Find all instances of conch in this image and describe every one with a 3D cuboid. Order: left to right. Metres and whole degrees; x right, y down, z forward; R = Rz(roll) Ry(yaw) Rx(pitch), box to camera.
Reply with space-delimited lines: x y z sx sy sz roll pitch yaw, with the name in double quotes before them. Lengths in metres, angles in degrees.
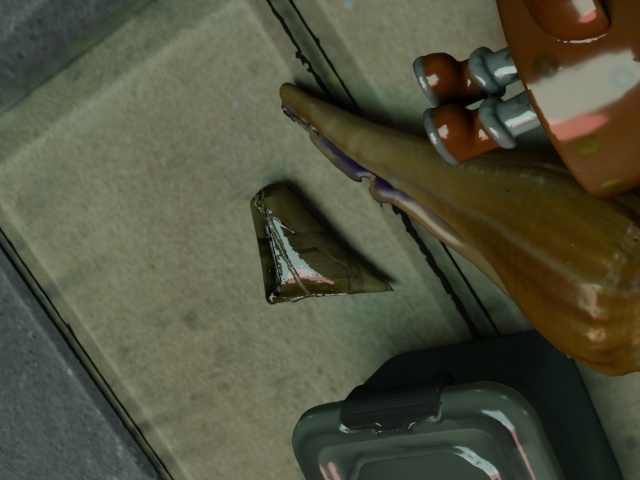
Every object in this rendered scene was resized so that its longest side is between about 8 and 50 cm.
"conch" 0.107 -0.018 0.648 0.330 0.109 0.093 40 98 31

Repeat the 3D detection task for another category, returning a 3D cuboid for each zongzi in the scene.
"zongzi" 0.000 0.000 0.754 0.083 0.040 0.076 -4 108 20

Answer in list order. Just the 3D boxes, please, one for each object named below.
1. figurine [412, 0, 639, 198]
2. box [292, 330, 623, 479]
"figurine" 0.173 -0.105 0.543 0.271 0.143 0.143 -15 109 10
"box" 0.099 0.169 0.727 0.162 0.130 0.227 -14 109 35
